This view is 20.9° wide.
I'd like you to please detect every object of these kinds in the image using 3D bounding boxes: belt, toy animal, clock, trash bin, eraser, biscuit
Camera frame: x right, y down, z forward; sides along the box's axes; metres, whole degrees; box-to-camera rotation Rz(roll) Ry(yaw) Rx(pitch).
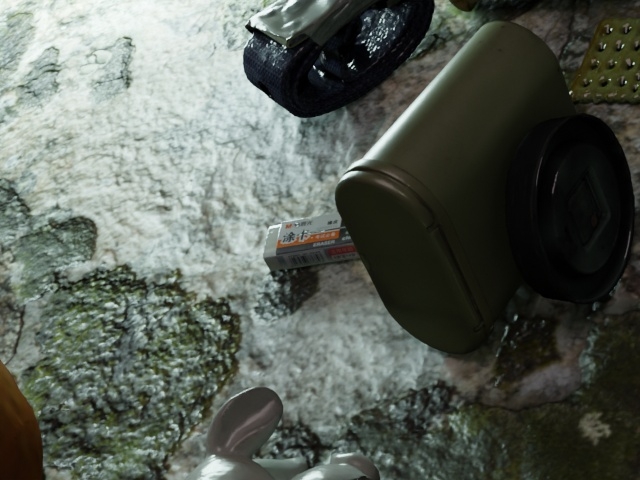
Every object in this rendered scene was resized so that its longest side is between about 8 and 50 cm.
[{"bbox_3d":[0.016,-0.253,2.052,0.230,0.140,0.126,-39,43,-9],"label":"belt"},{"bbox_3d":[-0.037,0.244,1.584,0.193,0.127,0.178,15,54,40],"label":"toy animal"},{"bbox_3d":[0.241,-0.030,1.670,0.040,0.184,0.184,-1,47,40],"label":"clock"},{"bbox_3d":[0.151,-0.051,1.699,0.121,0.243,0.247,16,54,41],"label":"trash bin"},{"bbox_3d":[0.000,0.000,1.887,0.122,0.029,0.052,-8,44,21],"label":"eraser"},{"bbox_3d":[0.392,-0.198,1.884,0.231,0.016,0.139,4,51,33],"label":"biscuit"}]

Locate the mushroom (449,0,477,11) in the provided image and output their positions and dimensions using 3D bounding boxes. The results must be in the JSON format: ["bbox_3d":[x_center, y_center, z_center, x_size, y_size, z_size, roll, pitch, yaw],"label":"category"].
[{"bbox_3d":[0.258,-0.327,2.030,0.247,0.096,0.108,-4,46,32],"label":"mushroom"}]

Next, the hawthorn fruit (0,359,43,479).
[{"bbox_3d":[-0.481,0.221,1.635,0.471,0.472,0.472,-16,42,15],"label":"hawthorn fruit"}]
